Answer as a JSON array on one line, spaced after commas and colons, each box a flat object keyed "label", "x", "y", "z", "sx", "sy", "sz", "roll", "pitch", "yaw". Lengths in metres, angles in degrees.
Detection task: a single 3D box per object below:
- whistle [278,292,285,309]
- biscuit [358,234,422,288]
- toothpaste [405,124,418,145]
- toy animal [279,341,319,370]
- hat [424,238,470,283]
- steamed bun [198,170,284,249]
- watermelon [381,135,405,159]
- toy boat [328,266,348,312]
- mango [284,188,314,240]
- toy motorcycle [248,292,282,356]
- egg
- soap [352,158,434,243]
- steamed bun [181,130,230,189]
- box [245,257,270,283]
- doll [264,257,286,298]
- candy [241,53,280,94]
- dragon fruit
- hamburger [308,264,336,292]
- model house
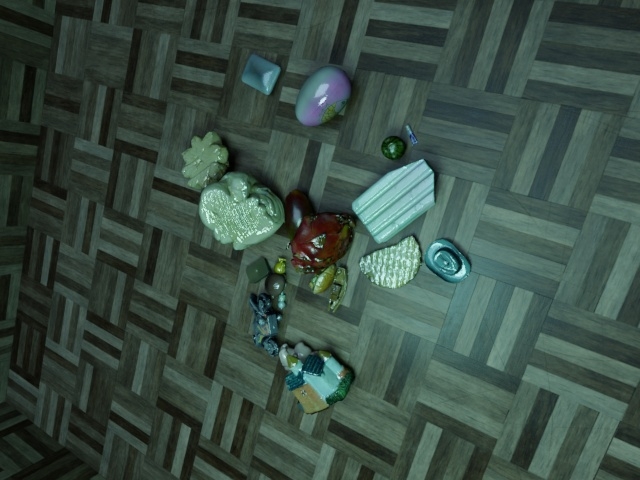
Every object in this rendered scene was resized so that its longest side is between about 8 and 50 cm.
[{"label": "whistle", "x": -0.183, "y": 0.277, "z": 2.014, "sx": 0.035, "sy": 0.035, "sz": 0.100, "roll": -4, "pitch": 79, "yaw": 25}, {"label": "biscuit", "x": 0.304, "y": 0.108, "z": 1.778, "sx": 0.274, "sy": 0.036, "sz": 0.187, "roll": -23, "pitch": 85, "yaw": 24}, {"label": "toothpaste", "x": 0.368, "y": -0.426, "z": 1.718, "sx": 0.024, "sy": 0.015, "sz": 0.083, "roll": -24, "pitch": 89, "yaw": 32}, {"label": "toy animal", "x": -0.079, "y": 0.520, "z": 1.957, "sx": 0.213, "sy": 0.124, "sz": 0.124, "roll": -9, "pitch": 90, "yaw": 3}, {"label": "hat", "x": 0.494, "y": 0.084, "z": 1.665, "sx": 0.191, "sy": 0.078, "sz": 0.138, "roll": 42, "pitch": 108, "yaw": 16}, {"label": "steamed bun", "x": -0.360, "y": -0.154, "z": 1.942, "sx": 0.352, "sy": 0.247, "sz": 0.339, "roll": -28, "pitch": 111, "yaw": 15}, {"label": "watermelon", "x": 0.290, "y": -0.372, "z": 1.707, "sx": 0.109, "sy": 0.109, "sz": 0.109, "roll": 2, "pitch": 95, "yaw": 25}, {"label": "toy boat", "x": 0.074, "y": 0.217, "z": 1.872, "sx": 0.064, "sy": 0.072, "sz": 0.206, "roll": 17, "pitch": 101, "yaw": 23}, {"label": "mango", "x": -0.094, "y": -0.096, "z": 1.905, "sx": 0.133, "sy": 0.111, "sz": 0.267, "roll": -4, "pitch": 100, "yaw": 5}, {"label": "toy motorcycle", "x": -0.269, "y": 0.399, "z": 2.017, "sx": 0.173, "sy": 0.108, "sz": 0.307, "roll": -14, "pitch": 84, "yaw": 49}, {"label": "egg", "x": 0.007, "y": -0.599, "z": 1.775, "sx": 0.271, "sy": 0.196, "sz": 0.196, "roll": -34, "pitch": 80, "yaw": 37}, {"label": "soap", "x": 0.315, "y": -0.169, "z": 1.706, "sx": 0.347, "sy": 0.115, "sz": 0.208, "roll": -40, "pitch": 79, "yaw": 22}, {"label": "steamed bun", "x": -0.542, "y": -0.383, "z": 2.066, "sx": 0.295, "sy": 0.137, "sz": 0.292, "roll": 15, "pitch": 92, "yaw": 35}, {"label": "box", "x": -0.299, "y": 0.148, "z": 2.051, "sx": 0.126, "sy": 0.031, "sz": 0.091, "roll": -34, "pitch": 65, "yaw": 22}, {"label": "doll", "x": -0.195, "y": 0.177, "z": 1.971, "sx": 0.188, "sy": 0.096, "sz": 0.145, "roll": -63, "pitch": 30, "yaw": 12}, {"label": "candy", "x": -0.276, "y": -0.765, "z": 1.954, "sx": 0.174, "sy": 0.071, "sz": 0.138, "roll": 34, "pitch": 107, "yaw": 19}, {"label": "dragon fruit", "x": 0.003, "y": -0.003, "z": 1.792, "sx": 0.250, "sy": 0.250, "sz": 0.315, "roll": 45, "pitch": 112, "yaw": 15}, {"label": "hamburger", "x": 0.006, "y": 0.180, "z": 1.887, "sx": 0.087, "sy": 0.102, "sz": 0.176, "roll": 37, "pitch": 108, "yaw": 5}, {"label": "model house", "x": -0.034, "y": 0.577, "z": 1.840, "sx": 0.253, "sy": 0.184, "sz": 0.291, "roll": -32, "pitch": 106, "yaw": 32}]
